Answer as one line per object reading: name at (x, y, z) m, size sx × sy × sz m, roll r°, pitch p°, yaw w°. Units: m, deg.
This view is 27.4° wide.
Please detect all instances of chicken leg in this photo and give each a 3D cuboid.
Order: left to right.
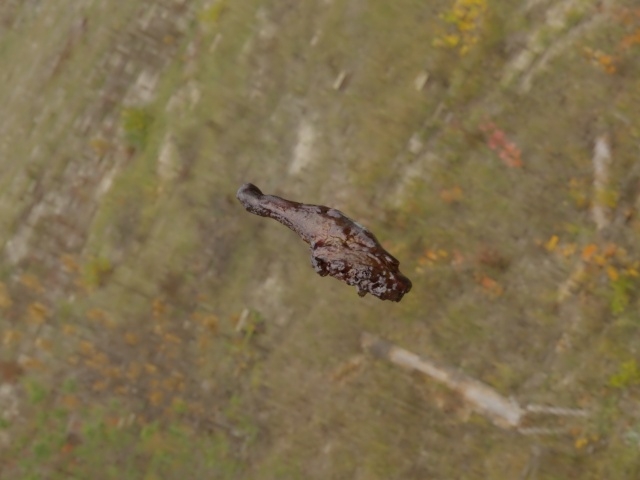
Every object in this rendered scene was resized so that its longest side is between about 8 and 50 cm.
chicken leg at (0.006, 0.001, 1.210) m, size 0.205 × 0.093 × 0.053 m, roll 32°, pitch 113°, yaw 47°
